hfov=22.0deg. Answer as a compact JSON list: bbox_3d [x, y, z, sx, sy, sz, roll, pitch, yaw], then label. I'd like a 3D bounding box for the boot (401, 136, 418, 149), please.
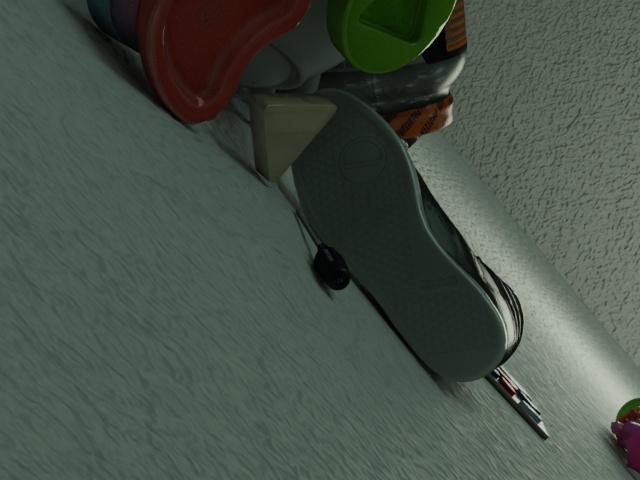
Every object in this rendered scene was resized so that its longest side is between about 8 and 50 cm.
[{"bbox_3d":[0.012,-0.208,2.025,0.223,0.118,0.338,45,3,18],"label":"boot"}]

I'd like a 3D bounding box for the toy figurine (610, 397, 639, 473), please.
[{"bbox_3d":[0.421,0.250,2.070,0.173,0.130,0.159,28,6,32],"label":"toy figurine"}]

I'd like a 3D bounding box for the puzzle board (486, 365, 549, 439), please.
[{"bbox_3d":[0.181,0.137,1.647,0.128,0.011,0.096,47,9,-10],"label":"puzzle board"}]

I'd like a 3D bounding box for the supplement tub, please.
[{"bbox_3d":[0.048,-0.269,1.678,0.193,0.193,0.316,-98,-178,-75],"label":"supplement tub"}]

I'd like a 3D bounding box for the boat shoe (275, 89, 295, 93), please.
[{"bbox_3d":[-0.064,-0.211,1.803,0.227,0.079,0.081,46,19,11],"label":"boat shoe"}]

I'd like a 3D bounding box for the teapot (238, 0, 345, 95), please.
[{"bbox_3d":[-0.062,-0.216,1.478,0.256,0.187,0.252,27,-12,-20],"label":"teapot"}]

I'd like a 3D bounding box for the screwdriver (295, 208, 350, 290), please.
[{"bbox_3d":[0.000,0.000,1.317,0.024,0.025,0.170,45,10,-22],"label":"screwdriver"}]

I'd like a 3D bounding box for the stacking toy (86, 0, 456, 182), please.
[{"bbox_3d":[-0.036,-0.225,1.327,0.130,0.309,0.279,41,-11,34],"label":"stacking toy"}]

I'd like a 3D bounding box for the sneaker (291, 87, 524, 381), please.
[{"bbox_3d":[0.076,0.003,1.446,0.296,0.104,0.147,57,9,18],"label":"sneaker"}]
